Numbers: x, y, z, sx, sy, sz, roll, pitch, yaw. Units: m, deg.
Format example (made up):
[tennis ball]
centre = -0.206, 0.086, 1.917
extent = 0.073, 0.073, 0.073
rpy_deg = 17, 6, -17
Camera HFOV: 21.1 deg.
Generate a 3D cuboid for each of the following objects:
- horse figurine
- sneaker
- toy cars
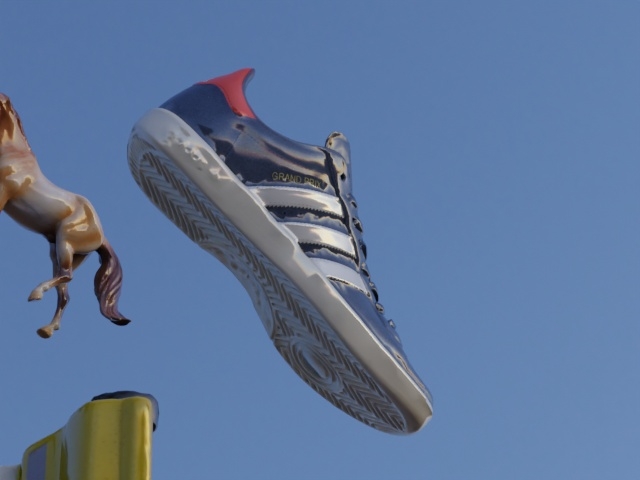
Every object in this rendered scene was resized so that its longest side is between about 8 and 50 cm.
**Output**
[horse figurine]
centre = -0.290, -0.017, 1.740
extent = 0.263, 0.174, 0.066
rpy_deg = 42, -42, -18
[sneaker]
centre = 0.000, 0.000, 1.443
extent = 0.148, 0.350, 0.131
rpy_deg = -40, 2, -27
[toy cars]
centre = -0.113, 0.171, 0.748
extent = 0.087, 0.394, 0.176
rpy_deg = 2, -75, -9
